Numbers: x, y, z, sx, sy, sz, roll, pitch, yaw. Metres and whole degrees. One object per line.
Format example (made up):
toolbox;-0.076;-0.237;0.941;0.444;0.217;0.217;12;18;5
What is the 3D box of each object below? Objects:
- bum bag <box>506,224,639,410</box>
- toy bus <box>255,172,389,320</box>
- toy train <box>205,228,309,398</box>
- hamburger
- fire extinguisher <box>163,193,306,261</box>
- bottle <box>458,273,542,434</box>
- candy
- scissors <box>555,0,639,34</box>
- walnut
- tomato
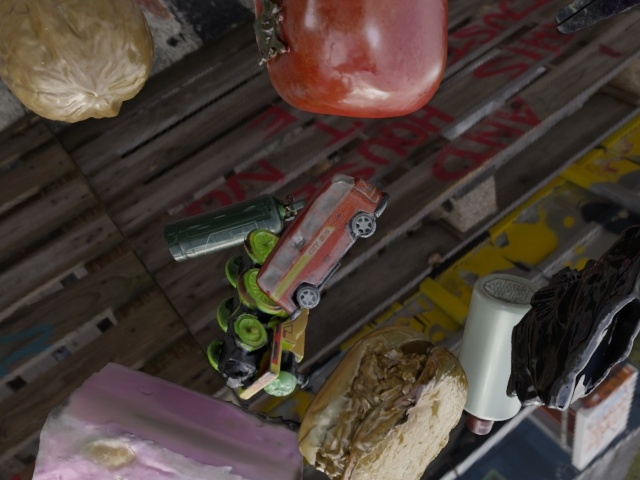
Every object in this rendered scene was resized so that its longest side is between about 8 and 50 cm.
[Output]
bum bag;0.200;0.074;0.505;0.137;0.074;0.310;-59;162;-6
toy bus;0.000;0.000;0.699;0.077;0.079;0.174;36;102;-3
toy train;-0.079;0.111;0.968;0.160;0.296;0.100;31;128;-22
hamburger;0.054;0.137;0.495;0.138;0.083;0.147;-50;146;-5
fire extinguisher;-0.183;-0.039;1.388;0.311;0.114;0.095;-16;94;4
bottle;0.251;0.176;0.901;0.104;0.104;0.245;-14;122;-32
candy;-0.151;0.238;0.669;0.265;0.155;0.116;20;102;-2
scissors;0.242;-0.185;0.374;0.024;0.317;0.160;-37;99;-12
walnut;-0.356;-0.282;0.901;0.225;0.261;0.225;-20;144;-16
tomato;0.046;-0.333;0.977;0.290;0.325;0.293;-9;96;-22
